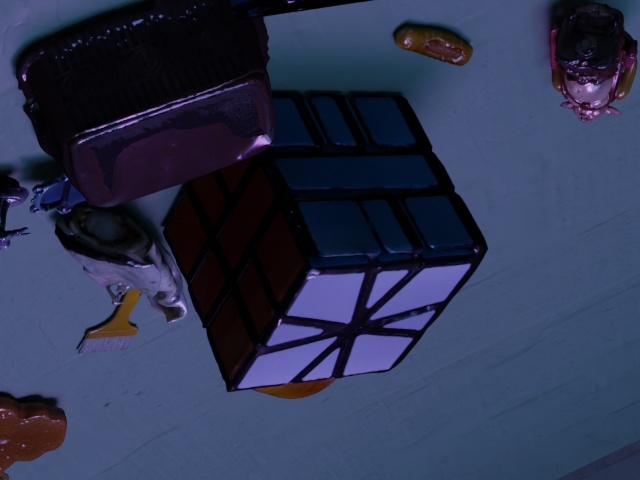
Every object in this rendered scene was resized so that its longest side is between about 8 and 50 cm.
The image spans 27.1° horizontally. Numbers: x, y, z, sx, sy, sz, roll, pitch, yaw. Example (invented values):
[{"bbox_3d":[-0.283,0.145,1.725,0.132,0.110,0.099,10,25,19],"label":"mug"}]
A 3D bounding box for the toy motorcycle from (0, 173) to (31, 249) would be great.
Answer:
[{"bbox_3d":[-0.424,-0.026,1.562,0.173,0.100,0.058,-13,148,-19],"label":"toy motorcycle"}]

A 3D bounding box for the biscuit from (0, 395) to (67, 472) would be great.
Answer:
[{"bbox_3d":[-0.539,0.308,2.049,0.295,0.044,0.186,-4,138,-29],"label":"biscuit"}]

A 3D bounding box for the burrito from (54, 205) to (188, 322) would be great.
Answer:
[{"bbox_3d":[-0.254,0.032,1.783,0.229,0.144,0.089,67,45,-67],"label":"burrito"}]

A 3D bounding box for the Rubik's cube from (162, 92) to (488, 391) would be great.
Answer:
[{"bbox_3d":[0.000,0.000,1.743,0.288,0.283,0.293,-4,146,-32],"label":"Rubik's cube"}]

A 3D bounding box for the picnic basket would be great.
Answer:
[{"bbox_3d":[-0.180,-0.156,1.510,0.297,0.129,0.222,-21,149,-10],"label":"picnic basket"}]

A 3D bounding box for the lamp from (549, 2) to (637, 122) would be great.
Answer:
[{"bbox_3d":[0.373,-0.229,1.830,0.118,0.118,0.253,-26,158,1],"label":"lamp"}]

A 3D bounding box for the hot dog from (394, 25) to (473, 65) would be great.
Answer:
[{"bbox_3d":[0.150,-0.252,1.711,0.137,0.028,0.044,11,127,-45],"label":"hot dog"}]

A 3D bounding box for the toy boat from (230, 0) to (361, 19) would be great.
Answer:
[{"bbox_3d":[0.042,-0.311,1.474,0.299,0.092,0.134,-15,-176,-32],"label":"toy boat"}]

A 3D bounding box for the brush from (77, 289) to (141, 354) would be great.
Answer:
[{"bbox_3d":[-0.290,0.104,1.958,0.083,0.011,0.205,-1,142,-34],"label":"brush"}]

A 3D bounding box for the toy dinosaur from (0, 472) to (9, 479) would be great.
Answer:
[{"bbox_3d":[-0.521,0.344,2.138,0.162,0.039,0.126,-38,147,19],"label":"toy dinosaur"}]

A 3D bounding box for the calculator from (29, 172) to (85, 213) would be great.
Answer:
[{"bbox_3d":[-0.297,-0.070,1.640,0.141,0.019,0.094,-24,154,-36],"label":"calculator"}]

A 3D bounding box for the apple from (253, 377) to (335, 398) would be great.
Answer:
[{"bbox_3d":[-0.050,0.134,1.987,0.211,0.211,0.188,12,129,-47],"label":"apple"}]
